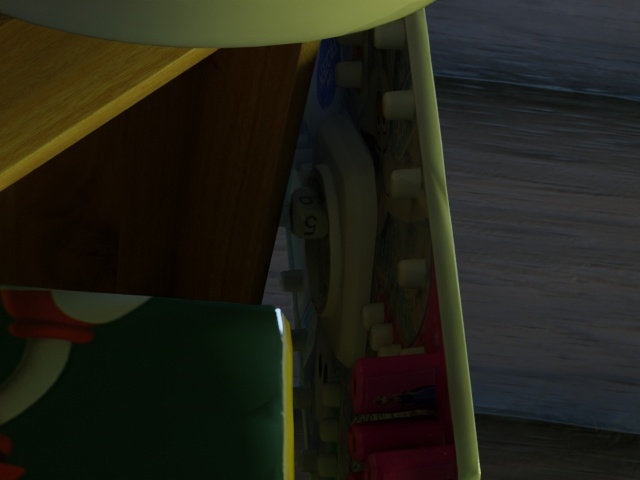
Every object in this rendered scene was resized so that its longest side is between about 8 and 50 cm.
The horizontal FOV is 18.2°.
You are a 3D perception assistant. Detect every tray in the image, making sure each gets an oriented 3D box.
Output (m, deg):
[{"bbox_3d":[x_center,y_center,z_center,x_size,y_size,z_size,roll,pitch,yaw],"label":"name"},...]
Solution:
[{"bbox_3d":[-0.115,0.009,0.997,0.203,0.076,0.411,-36,162,-25],"label":"tray"}]

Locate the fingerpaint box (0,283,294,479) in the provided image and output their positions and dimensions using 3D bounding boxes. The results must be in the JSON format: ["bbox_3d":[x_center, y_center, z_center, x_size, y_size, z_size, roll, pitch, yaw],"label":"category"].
[{"bbox_3d":[-0.108,0.287,0.379,0.371,0.163,0.445,-92,-170,-58],"label":"fingerpaint box"}]

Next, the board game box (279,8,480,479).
[{"bbox_3d":[0.000,0.000,1.081,0.390,0.050,0.390,113,-27,-67],"label":"board game box"}]

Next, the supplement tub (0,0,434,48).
[{"bbox_3d":[-0.030,-0.239,0.566,0.228,0.228,0.316,-90,-172,-55],"label":"supplement tub"}]
